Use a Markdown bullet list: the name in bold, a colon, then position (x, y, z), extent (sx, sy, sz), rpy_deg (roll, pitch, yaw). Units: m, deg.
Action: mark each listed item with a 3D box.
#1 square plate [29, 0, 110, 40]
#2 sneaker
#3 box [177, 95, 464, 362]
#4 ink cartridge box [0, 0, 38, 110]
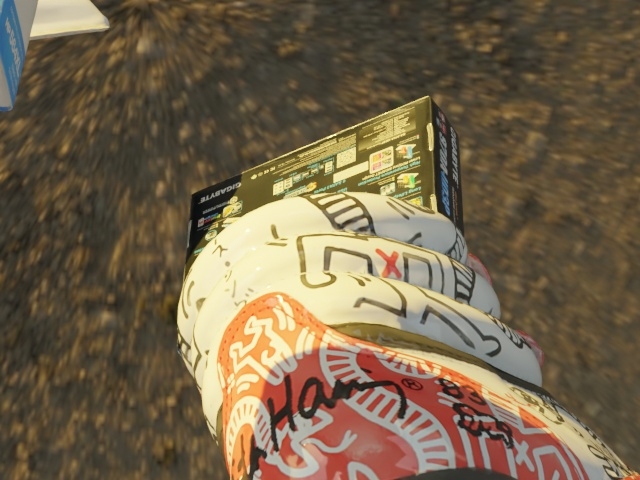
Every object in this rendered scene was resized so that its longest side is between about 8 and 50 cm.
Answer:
- **square plate**: position (-0.391, -0.207, 1.537), extent (0.344, 0.347, 0.049), rpy_deg (-9, 113, -30)
- **sneaker**: position (0.066, 0.080, 0.538), extent (0.090, 0.145, 0.270), rpy_deg (-39, 139, 17)
- **box**: position (0.000, 0.000, 1.463), extent (0.220, 0.175, 0.051), rpy_deg (-22, 130, 20)
- **ink cartridge box**: position (-0.264, -0.195, 1.310), extent (0.148, 0.086, 0.203), rpy_deg (4, 56, 6)
